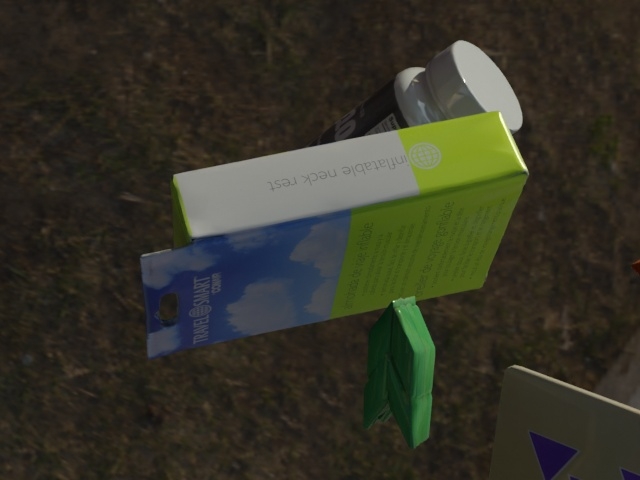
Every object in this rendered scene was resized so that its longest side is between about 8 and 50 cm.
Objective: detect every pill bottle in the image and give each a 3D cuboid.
[{"bbox_3d":[0.052,-0.058,0.767,0.078,0.137,0.078,36,34,-29],"label":"pill bottle"}]

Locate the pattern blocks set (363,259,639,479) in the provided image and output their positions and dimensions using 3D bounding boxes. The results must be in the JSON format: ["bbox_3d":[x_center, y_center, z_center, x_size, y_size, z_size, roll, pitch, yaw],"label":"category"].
[{"bbox_3d":[0.141,0.134,0.452,0.026,0.325,0.285,-17,126,-48],"label":"pattern blocks set"}]

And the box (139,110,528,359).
[{"bbox_3d":[0.000,0.000,0.588,0.178,0.109,0.042,-12,61,-12],"label":"box"}]
